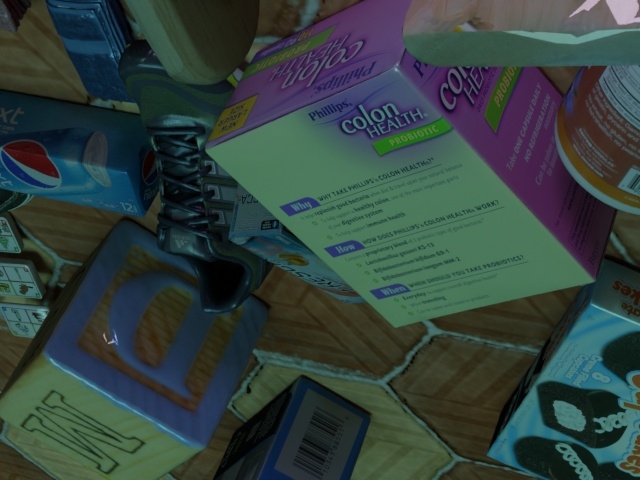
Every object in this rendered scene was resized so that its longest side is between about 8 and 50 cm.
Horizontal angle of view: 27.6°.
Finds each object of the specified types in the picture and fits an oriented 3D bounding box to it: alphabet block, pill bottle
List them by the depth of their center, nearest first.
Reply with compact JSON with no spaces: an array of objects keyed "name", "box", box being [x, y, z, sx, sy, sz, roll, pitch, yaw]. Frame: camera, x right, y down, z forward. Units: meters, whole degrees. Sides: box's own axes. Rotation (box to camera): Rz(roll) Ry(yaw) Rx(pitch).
[{"name":"pill bottle","box":[0.243,-0.120,0.842,0.121,0.121,0.216,24,145,1]},{"name":"alphabet block","box":[-0.202,0.128,1.391,0.193,0.192,0.197,34,144,-11]}]

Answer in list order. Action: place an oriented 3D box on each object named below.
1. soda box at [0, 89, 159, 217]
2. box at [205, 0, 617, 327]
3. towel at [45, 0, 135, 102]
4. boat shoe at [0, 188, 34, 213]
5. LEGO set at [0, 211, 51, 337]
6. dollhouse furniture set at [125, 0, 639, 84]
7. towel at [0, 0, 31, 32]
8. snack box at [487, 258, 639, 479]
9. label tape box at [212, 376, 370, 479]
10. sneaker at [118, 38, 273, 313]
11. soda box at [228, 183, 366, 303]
[{"name":"soda box","box":[-0.252,-0.086,1.234,0.210,0.071,0.067,11,144,19]},{"name":"box","box":[0.076,-0.063,1.024,0.214,0.117,0.243,-18,129,45]},{"name":"towel","box":[-0.193,-0.169,1.123,0.067,0.029,0.119,9,143,23]},{"name":"boat shoe","box":[-0.376,-0.040,1.373,0.219,0.070,0.078,-13,131,42]},{"name":"LEGO set","box":[-0.420,0.029,1.538,0.244,0.060,0.182,2,128,27]},{"name":"dollhouse furniture set","box":[0.160,-0.189,0.553,0.362,0.394,0.256,3,141,28]},{"name":"towel","box":[-0.381,-0.315,1.039,0.237,0.037,0.329,12,143,21]},{"name":"snack box","box":[0.293,0.153,1.233,0.187,0.060,0.322,22,146,3]},{"name":"label tape box","box":[-0.087,0.336,1.551,0.106,0.240,0.333,31,145,-10]},{"name":"sneaker","box":[-0.100,-0.051,1.142,0.111,0.121,0.300,3,141,27]},{"name":"soda box","box":[0.000,0.000,1.153,0.058,0.063,0.183,-6,156,36]}]
